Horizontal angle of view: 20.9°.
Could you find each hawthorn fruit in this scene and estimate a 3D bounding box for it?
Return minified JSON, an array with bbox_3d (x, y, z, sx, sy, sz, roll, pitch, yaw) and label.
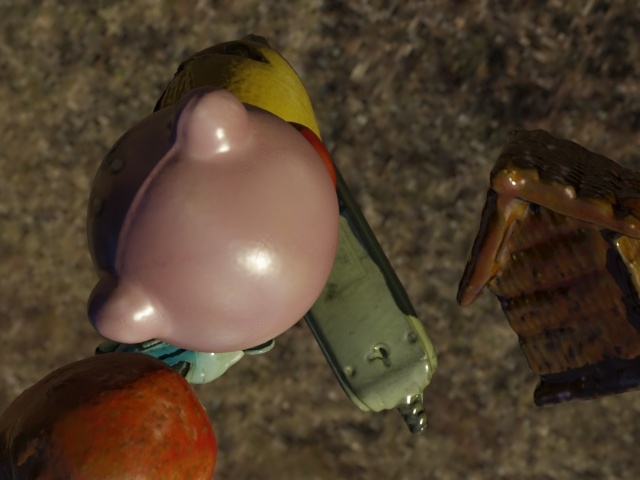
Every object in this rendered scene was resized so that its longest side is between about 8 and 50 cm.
[{"bbox_3d":[-0.174,0.175,1.395,0.189,0.189,0.189,25,153,14],"label":"hawthorn fruit"}]

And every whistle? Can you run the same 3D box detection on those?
[{"bbox_3d":[-0.157,0.120,1.694,0.114,0.236,0.077,30,129,36],"label":"whistle"}]

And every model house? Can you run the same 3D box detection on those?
[{"bbox_3d":[0.217,0.006,1.438,0.219,0.199,0.229,-19,104,33],"label":"model house"}]

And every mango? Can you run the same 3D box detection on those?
[{"bbox_3d":[-0.065,-0.065,1.412,0.130,0.262,0.167,-30,134,31],"label":"mango"}]

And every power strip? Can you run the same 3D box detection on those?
[{"bbox_3d":[0.000,0.000,1.556,0.387,0.092,0.066,62,-175,5],"label":"power strip"}]

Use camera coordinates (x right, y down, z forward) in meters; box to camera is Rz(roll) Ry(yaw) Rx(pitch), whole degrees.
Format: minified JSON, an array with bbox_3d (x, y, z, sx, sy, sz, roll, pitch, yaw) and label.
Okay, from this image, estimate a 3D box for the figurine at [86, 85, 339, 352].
[{"bbox_3d":[-0.072,-0.009,1.126,0.173,0.173,0.173,25,153,14],"label":"figurine"}]
